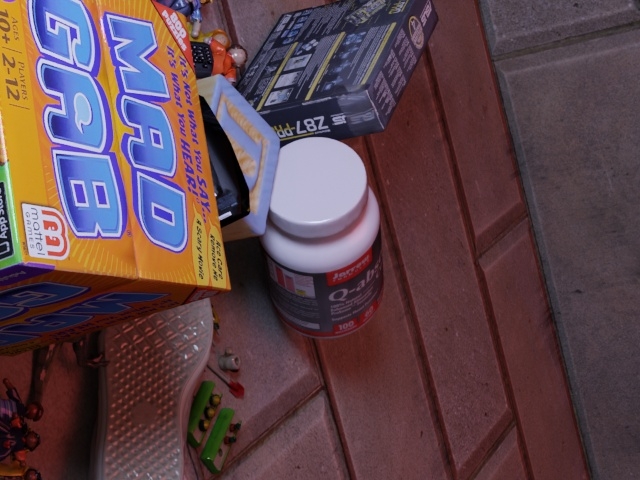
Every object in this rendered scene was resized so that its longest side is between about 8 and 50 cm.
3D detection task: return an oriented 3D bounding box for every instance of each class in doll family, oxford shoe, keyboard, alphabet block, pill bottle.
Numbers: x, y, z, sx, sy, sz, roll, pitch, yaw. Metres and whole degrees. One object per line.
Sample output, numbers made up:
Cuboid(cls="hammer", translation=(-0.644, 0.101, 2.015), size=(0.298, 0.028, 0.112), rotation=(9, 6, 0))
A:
Cuboid(cls="doll family", translation=(-0.398, 0.272, 1.590), size=(0.111, 0.076, 0.193), rotation=(7, 79, -40))
Cuboid(cls="doll family", translation=(-0.224, -0.365, 2.072), size=(0.163, 0.118, 0.263), rotation=(-35, 109, -39))
Cuboid(cls="oxford shoe", translation=(-0.256, 0.227, 1.824), size=(0.130, 0.169, 0.449), rotation=(115, -18, -52))
Cuboid(cls="keyboard", translation=(-0.253, -0.286, 1.931), size=(0.192, 0.038, 0.100), rotation=(1, 58, -23))
Cuboid(cls="alphabet block", translation=(-0.202, -0.116, 1.934), size=(0.192, 0.197, 0.193), rotation=(46, 44, -44))
Cuboid(cls="pill bottle", translation=(0.000, 0.000, 2.122), size=(0.363, 0.210, 0.210), rotation=(82, 15, -58))

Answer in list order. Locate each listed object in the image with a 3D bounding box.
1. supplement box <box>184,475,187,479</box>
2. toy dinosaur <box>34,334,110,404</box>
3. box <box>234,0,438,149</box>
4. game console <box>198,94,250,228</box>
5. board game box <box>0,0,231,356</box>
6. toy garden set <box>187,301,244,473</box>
Cuboid(cls="supplement box", translation=(-0.228, 0.384, 1.877), size=(0.036, 0.062, 0.098), rotation=(-53, 126, -51))
Cuboid(cls="toy dinosaur", translation=(-0.353, 0.124, 1.741), size=(0.118, 0.064, 0.268), rotation=(24, 66, -51))
Cuboid(cls="box", translation=(0.014, -0.313, 2.254), size=(0.097, 0.318, 0.395), rotation=(62, 33, -29))
Cuboid(cls="game console", translation=(-0.285, -0.067, 1.724), size=(0.361, 0.044, 0.213), rotation=(-25, 83, -19))
Cuboid(cls="board game box", translation=(-0.370, -0.081, 1.421), size=(0.356, 0.356, 0.357), rotation=(11, 65, -60))
Cuboid(cls="toy garden set", translation=(-0.180, 0.222, 2.023), size=(0.244, 0.049, 0.204), rotation=(60, 35, -32))
